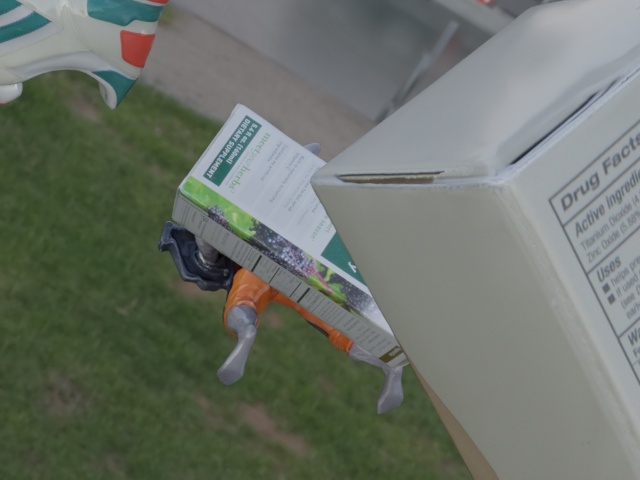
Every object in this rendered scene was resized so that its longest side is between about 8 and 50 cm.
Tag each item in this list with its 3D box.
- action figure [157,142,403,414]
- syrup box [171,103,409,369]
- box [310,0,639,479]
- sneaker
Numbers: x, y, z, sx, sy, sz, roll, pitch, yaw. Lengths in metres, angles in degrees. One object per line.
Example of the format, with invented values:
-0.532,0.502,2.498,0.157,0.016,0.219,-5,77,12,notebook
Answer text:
0.013,0.021,1.428,0.341,0.179,0.330,3,44,-18,action figure
0.000,0.000,1.122,0.237,0.093,0.096,34,-18,0,syrup box
0.143,0.066,0.540,0.121,0.148,0.311,3,-54,58,box
-0.142,-0.093,0.549,0.161,0.075,0.057,9,24,-27,sneaker
